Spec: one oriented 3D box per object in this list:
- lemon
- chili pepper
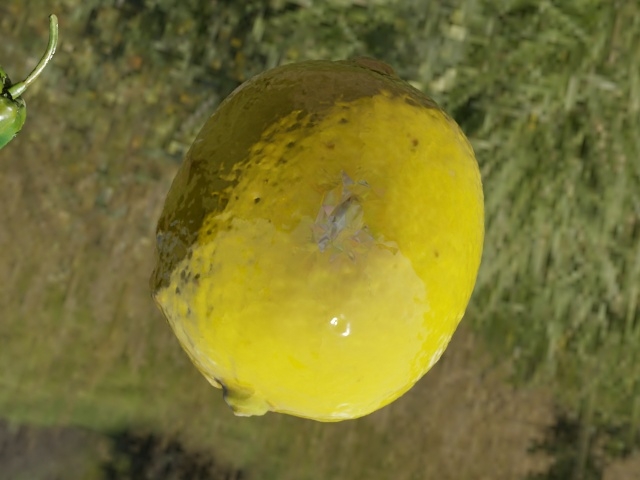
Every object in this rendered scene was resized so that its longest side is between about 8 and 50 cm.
[{"bbox_3d":[0.001,-0.002,1.331,0.260,0.284,0.260,0,154,0],"label":"lemon"},{"bbox_3d":[-0.280,-0.094,1.320,0.204,0.072,0.073,-20,116,22],"label":"chili pepper"}]
